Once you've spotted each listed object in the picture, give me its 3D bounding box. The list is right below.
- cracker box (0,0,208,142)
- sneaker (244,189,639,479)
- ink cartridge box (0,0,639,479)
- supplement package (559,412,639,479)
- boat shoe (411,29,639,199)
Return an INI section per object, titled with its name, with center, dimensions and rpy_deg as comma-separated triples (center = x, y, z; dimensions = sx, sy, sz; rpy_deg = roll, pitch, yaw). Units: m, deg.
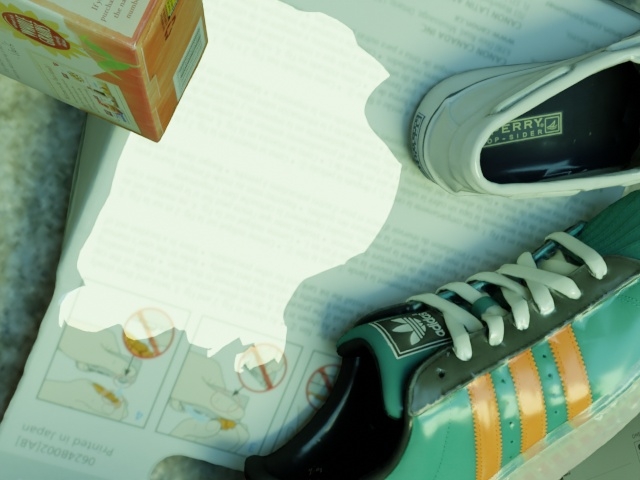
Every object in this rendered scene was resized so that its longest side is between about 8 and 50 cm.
[cracker box]
center = -0.171, -0.138, 0.787
dimensions = 0.232, 0.156, 0.067
rpy_deg = 23, 79, 3
[sneaker]
center = 0.088, 0.068, 0.917
dimensions = 0.302, 0.108, 0.121
rpy_deg = -45, 119, -2
[ink cartridge box]
center = 0.000, 0.000, 0.973
dimensions = 0.308, 0.091, 0.385
rpy_deg = 19, 99, -24
[supplement package]
center = 0.297, 0.136, 0.993
dimensions = 0.261, 0.204, 0.145
rpy_deg = -11, 75, -31
[boat shoe]
center = 0.181, -0.070, 0.925
dimensions = 0.258, 0.084, 0.095
rpy_deg = -20, 111, -14
